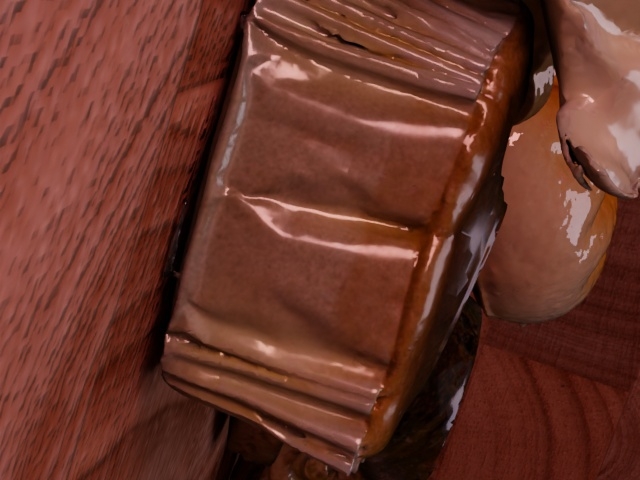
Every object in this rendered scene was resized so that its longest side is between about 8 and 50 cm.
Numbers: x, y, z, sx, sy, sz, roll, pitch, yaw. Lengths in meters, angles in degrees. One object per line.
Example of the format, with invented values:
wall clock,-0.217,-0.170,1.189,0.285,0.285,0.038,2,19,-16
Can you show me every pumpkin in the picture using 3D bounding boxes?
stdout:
pumpkin,0.022,0.139,1.051,0.222,0.139,0.317,-73,-176,-57

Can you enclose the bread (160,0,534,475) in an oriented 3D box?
bread,0.019,-0.023,0.525,0.210,0.109,0.192,-52,161,-79

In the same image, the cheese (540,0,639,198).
cheese,0.109,-0.152,0.407,0.266,0.127,0.233,50,32,-57

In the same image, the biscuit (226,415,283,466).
biscuit,-0.002,-0.001,0.859,0.262,0.052,0.277,112,-2,-53

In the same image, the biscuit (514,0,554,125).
biscuit,0.070,-0.123,0.646,0.035,0.162,0.250,-23,176,-33

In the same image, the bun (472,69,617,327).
bun,0.165,-0.079,1.056,0.299,0.164,0.299,-21,90,-86
